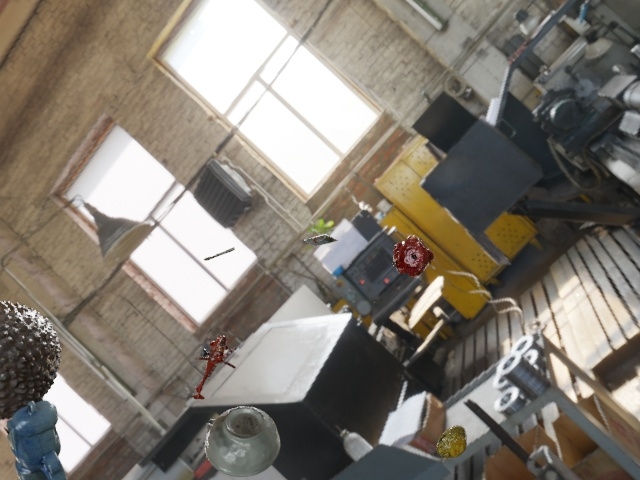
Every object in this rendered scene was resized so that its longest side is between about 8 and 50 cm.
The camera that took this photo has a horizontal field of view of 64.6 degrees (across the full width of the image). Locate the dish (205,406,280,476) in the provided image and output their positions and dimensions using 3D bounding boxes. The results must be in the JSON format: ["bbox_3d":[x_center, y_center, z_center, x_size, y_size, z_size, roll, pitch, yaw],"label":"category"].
[{"bbox_3d":[-0.277,0.693,1.823,0.303,0.302,0.120,-45,-31,-56],"label":"dish"}]

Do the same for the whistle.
[{"bbox_3d":[-0.575,0.431,1.032,0.093,0.180,0.269,-22,-48,-43],"label":"whistle"}]

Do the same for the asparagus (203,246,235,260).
[{"bbox_3d":[-0.324,0.045,1.615,0.114,0.014,0.015,-20,2,6],"label":"asparagus"}]

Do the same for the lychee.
[{"bbox_3d":[-0.771,0.280,1.212,0.300,0.300,0.300,-47,-2,-2],"label":"lychee"}]

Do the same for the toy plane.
[{"bbox_3d":[-0.321,0.378,1.515,0.077,0.126,0.194,37,122,59],"label":"toy plane"}]

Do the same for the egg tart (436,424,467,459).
[{"bbox_3d":[0.446,0.683,1.693,0.130,0.130,0.052,-47,34,-6],"label":"egg tart"}]

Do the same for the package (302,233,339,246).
[{"bbox_3d":[0.000,0.000,1.154,0.110,0.037,0.015,-15,59,58],"label":"package"}]

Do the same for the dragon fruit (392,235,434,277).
[{"bbox_3d":[0.259,0.039,1.401,0.126,0.112,0.068,-23,-28,-19],"label":"dragon fruit"}]
